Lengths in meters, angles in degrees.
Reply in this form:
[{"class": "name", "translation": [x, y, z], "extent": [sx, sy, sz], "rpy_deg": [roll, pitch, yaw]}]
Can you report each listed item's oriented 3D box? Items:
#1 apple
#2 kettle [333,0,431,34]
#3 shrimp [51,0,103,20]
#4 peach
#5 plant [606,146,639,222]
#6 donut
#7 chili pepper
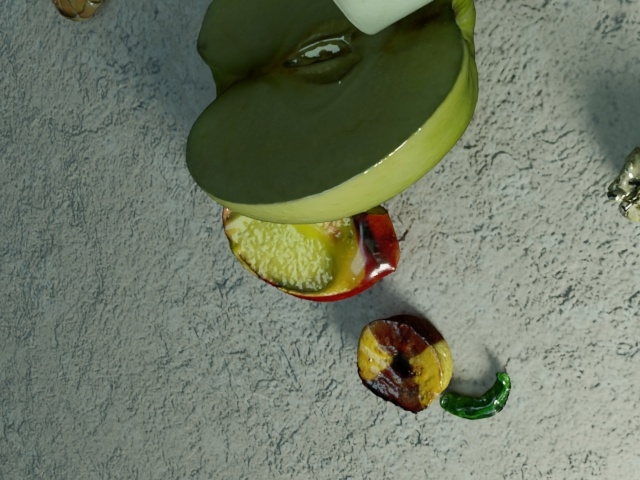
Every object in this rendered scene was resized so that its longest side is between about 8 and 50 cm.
[{"class": "apple", "translation": [0.018, -0.195, 1.145], "extent": [0.361, 0.312, 0.320], "rpy_deg": [-11, 104, 24]}, {"class": "kettle", "translation": [0.132, -0.414, 0.906], "extent": [0.377, 0.361, 0.250], "rpy_deg": [-23, 56, 19]}, {"class": "shrimp", "translation": [-0.370, -0.479, 1.515], "extent": [0.178, 0.075, 0.289], "rpy_deg": [48, 141, 18]}, {"class": "peach", "translation": [0.001, -0.002, 1.322], "extent": [0.267, 0.154, 0.158], "rpy_deg": [20, 108, 26]}, {"class": "plant", "translation": [0.364, -0.052, 1.049], "extent": [0.104, 0.122, 0.116], "rpy_deg": [46, 121, 3]}, {"class": "donut", "translation": [0.116, 0.165, 1.350], "extent": [0.141, 0.059, 0.140], "rpy_deg": [14, 113, 35]}, {"class": "chili pepper", "translation": [0.211, 0.214, 1.309], "extent": [0.055, 0.035, 0.118], "rpy_deg": [50, 134, -8]}]
